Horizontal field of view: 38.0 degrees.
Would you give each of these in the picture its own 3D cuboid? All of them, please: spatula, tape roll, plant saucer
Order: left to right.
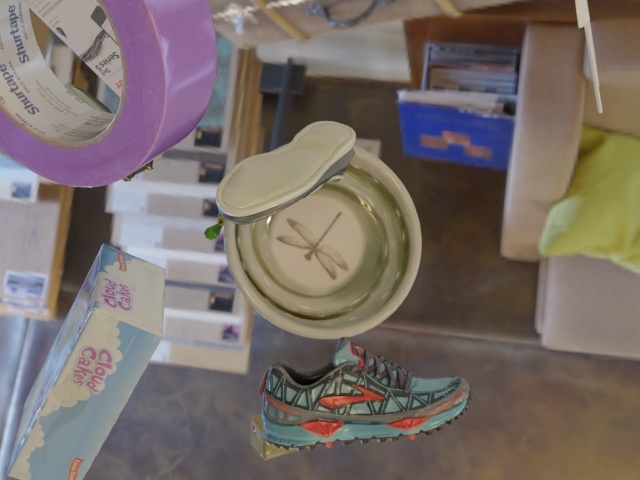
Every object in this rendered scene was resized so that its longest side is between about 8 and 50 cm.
[{"bbox_3d":[-0.238,-0.193,0.894,0.274,0.275,0.090,-1,-154,31],"label":"tape roll"},{"bbox_3d":[0.000,0.000,1.857,0.400,0.401,0.100,11,168,-12],"label":"plant saucer"},{"bbox_3d":[0.406,-0.325,1.422,0.019,0.168,0.242,-8,126,17],"label":"spatula"}]

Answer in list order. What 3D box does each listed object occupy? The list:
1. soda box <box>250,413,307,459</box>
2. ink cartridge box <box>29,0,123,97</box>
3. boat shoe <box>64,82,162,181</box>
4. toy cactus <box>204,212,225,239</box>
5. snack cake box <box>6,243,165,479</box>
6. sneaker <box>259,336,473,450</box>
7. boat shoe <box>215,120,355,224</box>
[{"bbox_3d":[-0.032,0.332,1.660,0.181,0.058,0.061,-10,-154,-28],"label":"soda box"},{"bbox_3d":[-0.413,-0.443,1.845,0.198,0.115,0.273,-22,121,43],"label":"ink cartridge box"},{"bbox_3d":[-0.283,-0.133,1.214,0.081,0.068,0.228,47,-178,21],"label":"boat shoe"},{"bbox_3d":[-0.152,-0.062,2.037,0.219,0.180,0.112,-24,141,0],"label":"toy cactus"},{"bbox_3d":[-0.282,0.158,1.129,0.089,0.264,0.152,24,-158,-18],"label":"snack cake box"},{"bbox_3d":[0.054,0.179,1.127,0.261,0.125,0.104,-7,-176,-2],"label":"sneaker"},{"bbox_3d":[-0.047,-0.087,1.452,0.116,0.319,0.099,25,129,22],"label":"boat shoe"}]
